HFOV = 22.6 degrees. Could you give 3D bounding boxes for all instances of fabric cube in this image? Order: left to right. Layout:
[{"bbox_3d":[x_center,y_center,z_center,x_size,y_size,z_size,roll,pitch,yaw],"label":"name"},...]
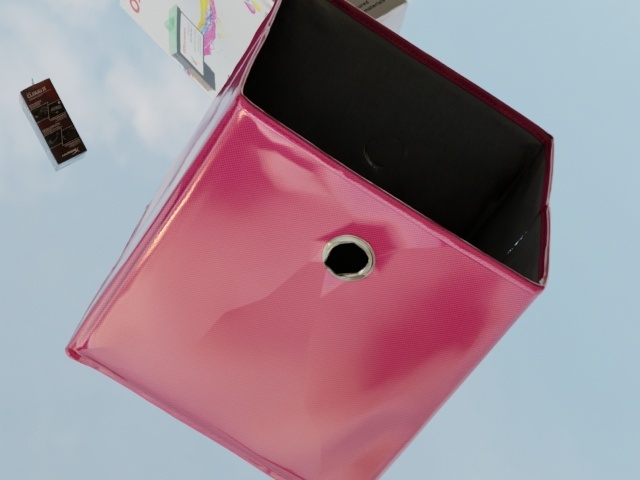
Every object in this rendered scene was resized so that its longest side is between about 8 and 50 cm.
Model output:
[{"bbox_3d":[0.000,0.000,1.219,0.254,0.258,0.259,33,-151,-8],"label":"fabric cube"}]

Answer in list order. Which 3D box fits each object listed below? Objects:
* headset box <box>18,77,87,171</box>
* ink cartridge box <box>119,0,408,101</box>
[{"bbox_3d":[-0.247,-0.109,1.461,0.032,0.062,0.083,-27,-89,-12],"label":"headset box"},{"bbox_3d":[-0.065,-0.231,1.554,0.117,0.201,0.278,-33,-112,-29],"label":"ink cartridge box"}]
